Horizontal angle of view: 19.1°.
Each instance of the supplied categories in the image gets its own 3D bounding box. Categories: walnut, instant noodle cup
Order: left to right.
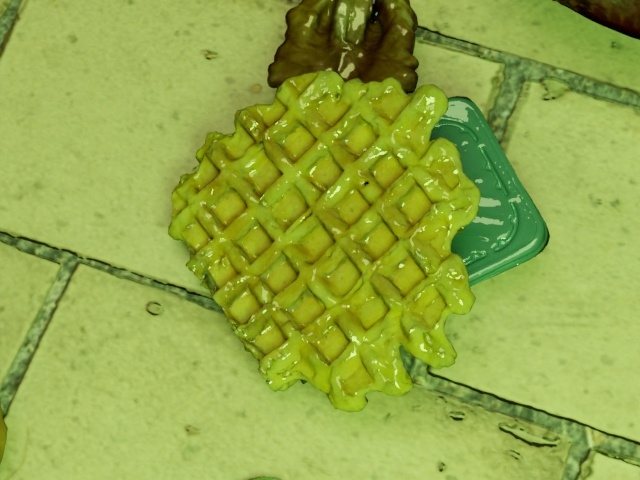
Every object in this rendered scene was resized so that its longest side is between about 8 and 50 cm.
[{"bbox_3d":[0.027,-0.167,1.809,0.143,0.069,0.170,13,66,11],"label":"walnut"},{"bbox_3d":[0.106,-0.027,1.740,0.157,0.070,0.179,-24,67,-5],"label":"instant noodle cup"}]

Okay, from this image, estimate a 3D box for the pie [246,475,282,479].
[{"bbox_3d":[-0.053,0.245,1.657,0.084,0.021,0.084,-1,66,3],"label":"pie"}]

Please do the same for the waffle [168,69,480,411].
[{"bbox_3d":[0.002,0.001,1.689,0.307,0.060,0.312,-11,71,26],"label":"waffle"}]

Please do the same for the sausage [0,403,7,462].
[{"bbox_3d":[-0.405,0.086,1.706,0.134,0.116,0.354,-37,71,-24],"label":"sausage"}]

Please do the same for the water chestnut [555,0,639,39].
[{"bbox_3d":[0.329,-0.350,1.740,0.350,0.302,0.350,-3,66,8],"label":"water chestnut"}]
